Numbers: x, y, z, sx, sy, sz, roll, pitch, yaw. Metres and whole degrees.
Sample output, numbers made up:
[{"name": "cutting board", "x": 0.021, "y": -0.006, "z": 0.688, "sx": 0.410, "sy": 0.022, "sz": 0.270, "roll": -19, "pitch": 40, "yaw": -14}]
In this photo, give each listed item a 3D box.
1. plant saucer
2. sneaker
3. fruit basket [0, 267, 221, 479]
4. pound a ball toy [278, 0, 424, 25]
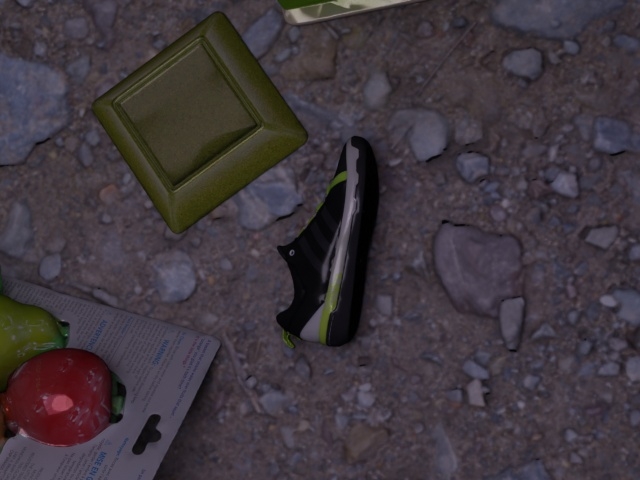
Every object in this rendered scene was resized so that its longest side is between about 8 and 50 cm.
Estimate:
[{"name": "plant saucer", "x": -0.142, "y": -0.136, "z": 1.611, "sx": 0.188, "sy": 0.045, "sz": 0.188, "roll": -36, "pitch": 77, "yaw": 5}, {"name": "sneaker", "x": 0.000, "y": 0.000, "z": 1.545, "sx": 0.097, "sy": 0.084, "sz": 0.234, "roll": 8, "pitch": 85, "yaw": 14}, {"name": "fruit basket", "x": -0.322, "y": 0.171, "z": 1.514, "sx": 0.353, "sy": 0.165, "sz": 0.327, "roll": 19, "pitch": 43, "yaw": 4}, {"name": "pound a ball toy", "x": 0.085, "y": -0.338, "z": 1.506, "sx": 0.319, "sy": 0.208, "sz": 0.135, "roll": -11, "pitch": 81, "yaw": 11}]
